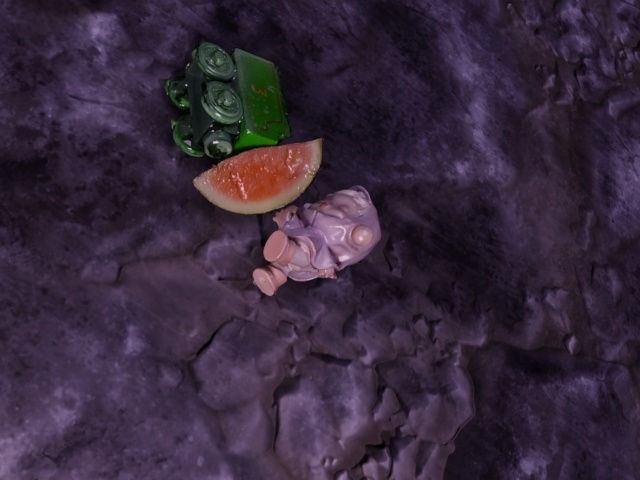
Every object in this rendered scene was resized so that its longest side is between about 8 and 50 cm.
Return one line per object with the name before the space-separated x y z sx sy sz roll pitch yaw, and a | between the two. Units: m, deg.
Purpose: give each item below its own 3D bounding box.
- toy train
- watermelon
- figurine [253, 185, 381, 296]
toy train | -0.161 -0.236 1.624 0.188 0.132 0.243 16 48 -33
watermelon | -0.101 -0.107 1.589 0.245 0.119 0.063 -18 31 -17
figurine | 0.001 0.000 1.596 0.276 0.200 0.133 -29 123 -40
